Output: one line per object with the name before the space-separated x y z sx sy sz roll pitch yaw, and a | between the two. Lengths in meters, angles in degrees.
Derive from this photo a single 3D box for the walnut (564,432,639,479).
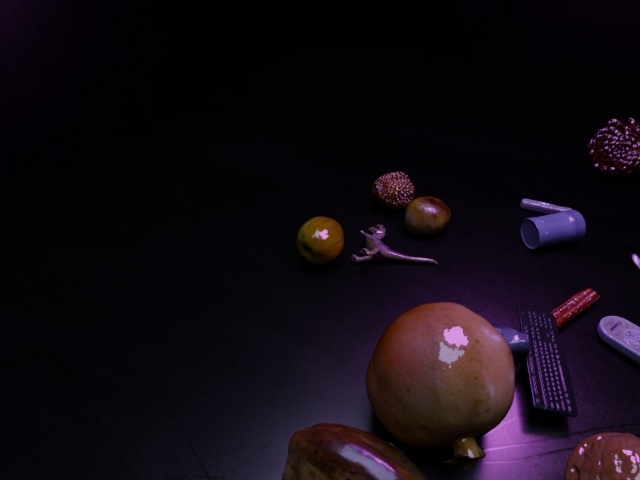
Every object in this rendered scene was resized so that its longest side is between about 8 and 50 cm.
walnut | 0.530 0.439 0.725 0.214 0.213 0.213 -3 41 3

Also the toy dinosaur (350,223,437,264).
toy dinosaur | 0.210 0.029 1.342 0.200 0.072 0.251 -19 31 -31

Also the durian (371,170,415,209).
durian | 0.265 -0.180 1.533 0.168 0.136 0.158 -11 19 -19

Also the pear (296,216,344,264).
pear | 0.000 0.000 1.336 0.149 0.148 0.162 18 36 25

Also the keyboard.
keyboard | 0.510 0.311 0.953 0.104 0.041 0.380 10 50 7

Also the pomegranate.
pomegranate | 0.246 0.290 0.872 0.320 0.318 0.319 -3 41 3

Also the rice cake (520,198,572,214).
rice cake | 0.783 -0.111 1.464 0.171 0.033 0.029 18 47 26

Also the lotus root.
lotus root | 0.079 0.457 0.790 0.291 0.193 0.193 15 44 26

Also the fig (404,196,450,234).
fig | 0.357 -0.085 1.415 0.153 0.120 0.135 -5 36 1

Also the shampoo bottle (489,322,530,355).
shampoo bottle | 0.383 0.238 1.038 0.234 0.049 0.087 -2 41 32

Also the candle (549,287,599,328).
candle | 0.609 0.209 1.100 0.330 0.048 0.051 -25 68 -20

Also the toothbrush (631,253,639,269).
toothbrush | 0.940 0.132 1.168 0.021 0.027 0.269 2 40 -4

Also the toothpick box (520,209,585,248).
toothpick box | 0.727 -0.035 1.331 0.154 0.101 0.101 -10 41 -4

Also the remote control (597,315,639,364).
remote control | 0.789 0.270 1.010 0.087 0.047 0.244 -25 43 -26

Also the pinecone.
pinecone | 1.121 -0.338 1.572 0.222 0.221 0.221 -3 41 3
